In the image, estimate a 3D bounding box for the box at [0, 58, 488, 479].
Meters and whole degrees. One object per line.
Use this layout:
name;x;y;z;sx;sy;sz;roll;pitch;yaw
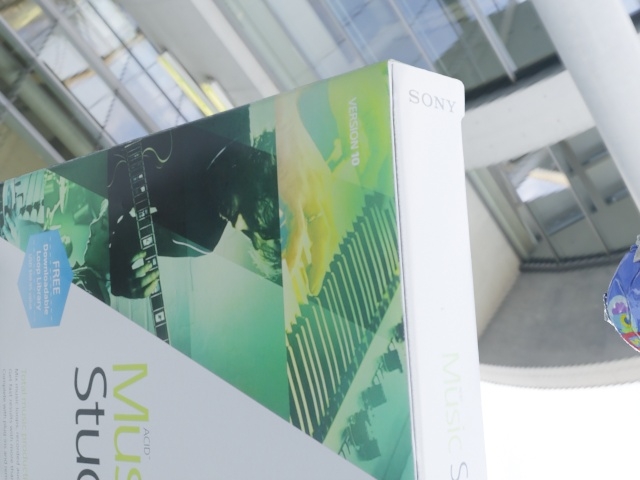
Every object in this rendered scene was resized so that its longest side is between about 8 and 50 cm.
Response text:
box;-0.067;0.061;0.443;0.322;0.058;0.232;-9;-99;40

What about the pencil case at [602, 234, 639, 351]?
pencil case;0.336;0.042;0.694;0.119;0.133;0.306;-35;178;-5
